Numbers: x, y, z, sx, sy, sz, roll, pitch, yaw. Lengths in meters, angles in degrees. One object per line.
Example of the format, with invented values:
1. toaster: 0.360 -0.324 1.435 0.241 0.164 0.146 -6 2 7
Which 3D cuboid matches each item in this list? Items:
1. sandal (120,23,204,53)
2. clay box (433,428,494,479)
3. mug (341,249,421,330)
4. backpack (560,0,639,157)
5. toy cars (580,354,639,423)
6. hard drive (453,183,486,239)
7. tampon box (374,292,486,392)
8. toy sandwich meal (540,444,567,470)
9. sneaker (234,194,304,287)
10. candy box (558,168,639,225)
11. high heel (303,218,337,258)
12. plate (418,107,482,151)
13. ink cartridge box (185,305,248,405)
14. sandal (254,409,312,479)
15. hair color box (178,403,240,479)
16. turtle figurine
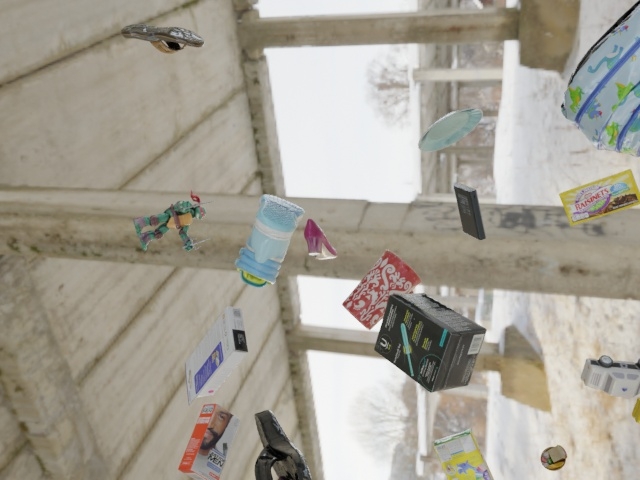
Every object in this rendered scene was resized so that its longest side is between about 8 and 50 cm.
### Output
1. sandal: -0.400 -0.507 1.626 0.090 0.220 0.060 -78 -7 -59
2. clay box: 0.453 0.711 1.977 0.222 0.128 0.053 66 -166 1
3. mug: 0.152 0.133 1.508 0.169 0.150 0.113 -46 15 -6
4. backpack: 0.639 -0.336 1.234 0.273 0.356 0.290 63 -169 15
5. toy cars: 0.863 0.422 1.679 0.176 0.394 0.087 -44 19 35
6. hard drive: 0.386 -0.074 1.654 0.094 0.022 0.135 -136 28 -68
7. tampon box: 0.199 0.183 1.178 0.101 0.161 0.120 2 -70 -39
8. toy sandwich meal: 0.722 0.673 1.981 0.029 0.086 0.085 51 -138 -40
9. sneaker: -0.138 0.004 1.651 0.319 0.127 0.208 -64 -3 -75
10. candy box: 0.813 -0.124 1.858 0.027 0.206 0.105 -20 -91 -58
11. high heel: 0.000 0.000 2.172 0.244 0.082 0.117 18 -114 -67
12. plate: 0.338 -0.297 1.683 0.024 0.188 0.188 64 -172 18
13. ink cartridge box: -0.362 0.400 2.175 0.371 0.069 0.175 -49 41 35
14. sandal: -0.091 0.509 1.365 0.446 0.107 0.167 -163 57 -71
15. hair color box: -0.266 0.491 1.543 0.093 0.053 0.167 45 -134 -32
16. turtle figurine: -0.409 -0.051 1.833 0.118 0.234 0.175 -122 18 -51
